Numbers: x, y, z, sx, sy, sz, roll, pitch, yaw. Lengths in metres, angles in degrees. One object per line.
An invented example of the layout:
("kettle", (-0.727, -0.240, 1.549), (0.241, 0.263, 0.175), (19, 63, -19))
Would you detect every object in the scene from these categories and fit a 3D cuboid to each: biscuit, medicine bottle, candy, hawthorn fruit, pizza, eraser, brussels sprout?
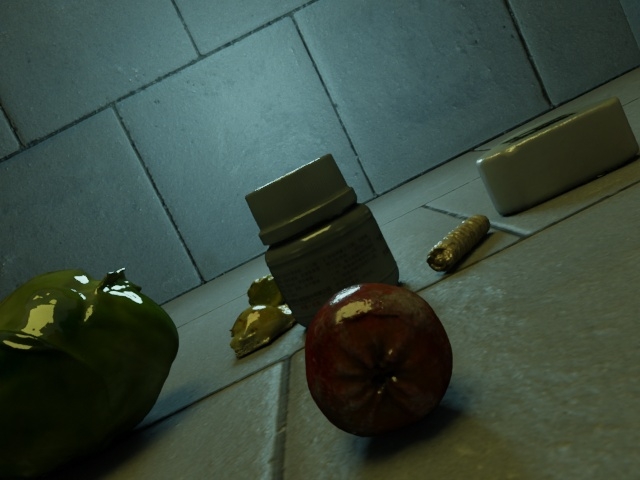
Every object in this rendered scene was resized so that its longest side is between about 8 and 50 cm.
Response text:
("biscuit", (0.287, 0.000, 1.212), (0.061, 0.055, 0.219), (-5, 20, 43))
("medicine bottle", (0.000, 0.000, 1.231), (0.244, 0.307, 0.245), (-26, 7, 3))
("candy", (-0.137, 0.139, 1.632), (0.106, 0.094, 0.199), (-27, 0, 4))
("hawthorn fruit", (0.062, 0.127, 0.664), (0.172, 0.173, 0.173), (-26, 7, 3))
("pizza", (-0.119, 0.173, 1.349), (0.204, 0.081, 0.188), (-25, 7, 6))
("eraser", (0.508, -0.185, 1.383), (0.331, 0.150, 0.331), (-28, 7, 4))
("brussels sprout", (-0.482, 0.238, 1.088), (0.425, 0.342, 0.361), (-39, 2, -10))
